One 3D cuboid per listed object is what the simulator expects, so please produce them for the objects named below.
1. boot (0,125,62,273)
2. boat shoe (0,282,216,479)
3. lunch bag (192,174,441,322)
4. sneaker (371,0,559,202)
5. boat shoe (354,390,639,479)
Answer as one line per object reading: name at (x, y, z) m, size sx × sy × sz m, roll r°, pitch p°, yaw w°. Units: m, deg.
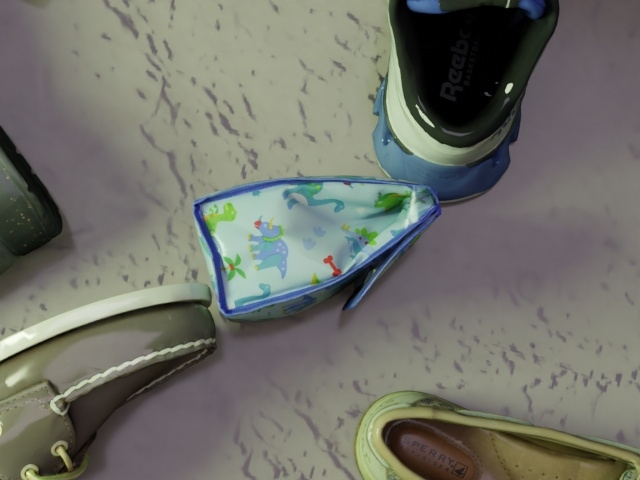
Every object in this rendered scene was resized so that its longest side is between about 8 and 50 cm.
boot at (-0.348, -0.073, 1.177) m, size 0.223 × 0.118 × 0.338 m, roll -36°, pitch 81°, yaw 0°
boat shoe at (-0.206, 0.125, 1.146) m, size 0.324 × 0.116 × 0.097 m, roll -24°, pitch 73°, yaw 2°
lunch bag at (0.000, 0.000, 1.165) m, size 0.151 × 0.129 × 0.096 m, roll -17°, pitch 88°, yaw -4°
sneaker at (0.108, -0.188, 1.163) m, size 0.127 × 0.182 × 0.315 m, roll 7°, pitch 84°, yaw -2°
boat shoe at (0.158, 0.175, 1.169) m, size 0.285 × 0.089 × 0.104 m, roll 17°, pitch 83°, yaw 0°
